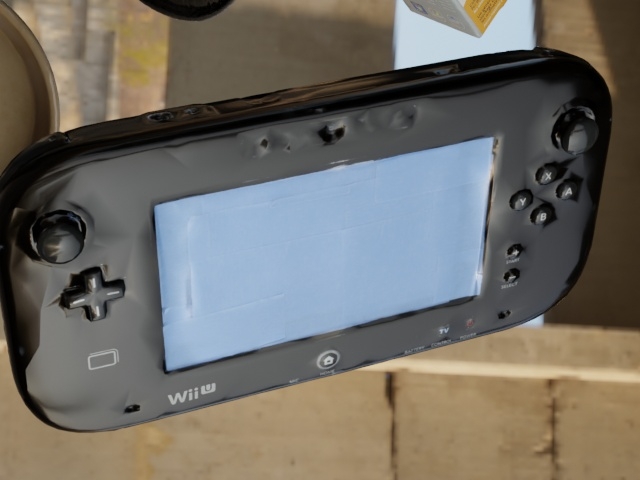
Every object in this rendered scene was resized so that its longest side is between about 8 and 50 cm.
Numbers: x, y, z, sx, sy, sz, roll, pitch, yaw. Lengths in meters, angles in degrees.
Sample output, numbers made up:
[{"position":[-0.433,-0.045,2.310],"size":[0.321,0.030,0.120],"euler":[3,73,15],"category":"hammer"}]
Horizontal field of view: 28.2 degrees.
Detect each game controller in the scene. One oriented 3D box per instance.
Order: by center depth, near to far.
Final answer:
[{"position":[0.000,0.000,0.637],"size":[0.067,0.319,0.167],"euler":[-132,-146,-57],"category":"game controller"}]

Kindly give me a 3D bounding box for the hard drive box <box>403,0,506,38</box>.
[{"position":[0.103,-0.306,1.037],"size":[0.181,0.089,0.232],"euler":[-57,142,-3],"category":"hard drive box"}]

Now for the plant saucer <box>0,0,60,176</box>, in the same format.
[{"position":[-0.382,-0.118,1.174],"size":[0.041,0.277,0.278],"euler":[-129,-138,-69],"category":"plant saucer"}]

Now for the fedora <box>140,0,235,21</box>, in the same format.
[{"position":[-0.193,-0.318,1.098],"size":[0.334,0.152,0.334],"euler":[39,-37,38],"category":"fedora"}]
